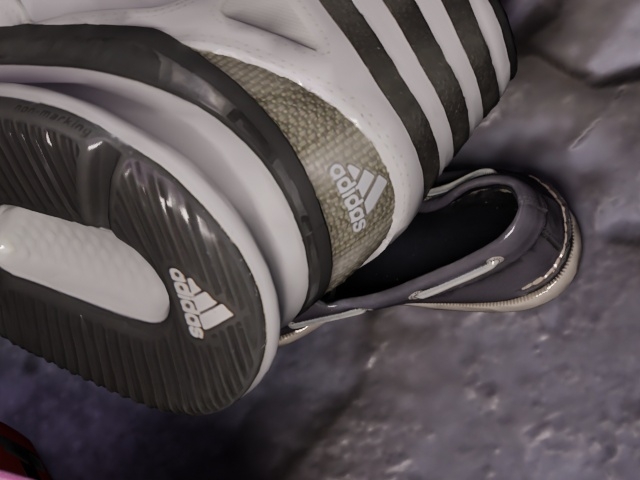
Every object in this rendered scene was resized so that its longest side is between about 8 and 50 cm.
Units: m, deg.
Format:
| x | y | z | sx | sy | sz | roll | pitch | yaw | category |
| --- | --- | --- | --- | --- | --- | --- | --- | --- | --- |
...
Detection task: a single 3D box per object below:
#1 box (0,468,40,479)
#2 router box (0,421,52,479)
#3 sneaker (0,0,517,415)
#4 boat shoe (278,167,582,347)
| x | y | z | sx | sy | sz | roll | pitch | yaw | category |
| --- | --- | --- | --- | --- | --- | --- | --- | --- | --- |
| -0.164 | 0.193 | 0.687 | 0.213 | 0.117 | 0.243 | 12 | 76 | 22 | box |
| -0.198 | 0.279 | 0.780 | 0.335 | 0.082 | 0.301 | -36 | 64 | 4 | router box |
| -0.103 | -0.086 | 0.864 | 0.447 | 0.169 | 0.257 | 20 | 46 | 40 | sneaker |
| 0.000 | 0.000 | 0.819 | 0.206 | 0.065 | 0.075 | -5 | 72 | 18 | boat shoe |
